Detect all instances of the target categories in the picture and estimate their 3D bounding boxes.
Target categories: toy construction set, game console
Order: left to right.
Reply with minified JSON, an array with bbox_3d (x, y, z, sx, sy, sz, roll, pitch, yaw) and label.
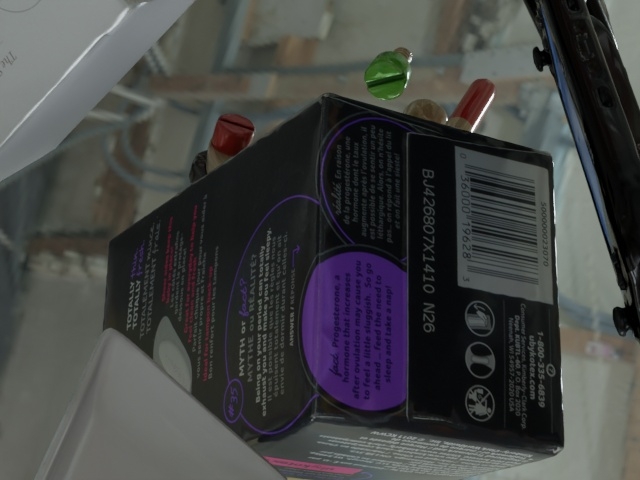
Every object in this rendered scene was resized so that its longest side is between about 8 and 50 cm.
[{"bbox_3d":[0.000,0.000,1.183,0.309,0.257,0.237,-45,-174,31],"label":"toy construction set"},{"bbox_3d":[0.106,-0.117,0.687,0.044,0.213,0.361,-22,-133,14],"label":"game console"}]

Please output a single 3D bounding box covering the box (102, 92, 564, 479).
[{"bbox_3d":[-0.007,0.051,0.802,0.270,0.143,0.165,-27,-124,56],"label":"box"}]

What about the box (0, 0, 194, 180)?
[{"bbox_3d":[-0.147,-0.122,0.573,0.130,0.170,0.091,-40,-177,29],"label":"box"}]

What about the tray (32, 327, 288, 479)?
[{"bbox_3d":[-0.100,0.185,0.600,0.030,0.145,0.270,-9,-132,39],"label":"tray"}]
